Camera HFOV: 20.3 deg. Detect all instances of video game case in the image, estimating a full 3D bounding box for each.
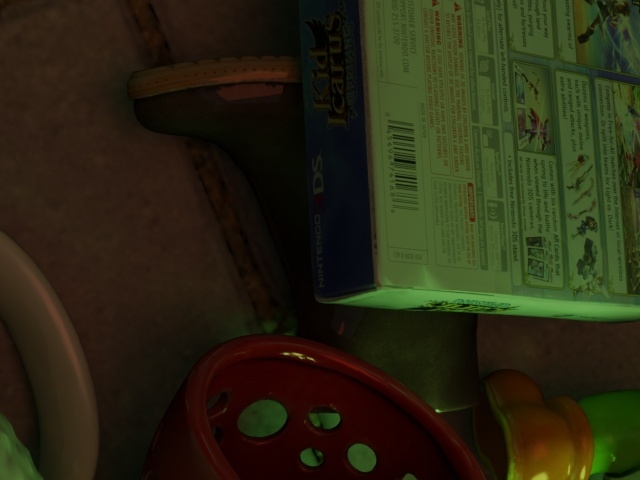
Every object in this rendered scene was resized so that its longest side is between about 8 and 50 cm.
[{"bbox_3d":[0.098,-0.091,1.045,0.244,0.061,0.269,6,77,-38],"label":"video game case"}]

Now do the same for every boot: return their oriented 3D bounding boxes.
[{"bbox_3d":[0.000,0.000,1.058,0.248,0.090,0.207,4,89,-26],"label":"boot"}]

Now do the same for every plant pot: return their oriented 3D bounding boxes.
[{"bbox_3d":[-0.025,0.173,0.994,0.191,0.191,0.174,20,121,-22],"label":"plant pot"}]

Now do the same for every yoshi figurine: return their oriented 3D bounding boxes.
[{"bbox_3d":[0.279,0.148,1.168,0.362,0.203,0.203,-5,54,-8],"label":"yoshi figurine"}]

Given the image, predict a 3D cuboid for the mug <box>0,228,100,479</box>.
[{"bbox_3d":[-0.254,0.118,0.890,0.374,0.276,0.328,-34,99,-48],"label":"mug"}]
